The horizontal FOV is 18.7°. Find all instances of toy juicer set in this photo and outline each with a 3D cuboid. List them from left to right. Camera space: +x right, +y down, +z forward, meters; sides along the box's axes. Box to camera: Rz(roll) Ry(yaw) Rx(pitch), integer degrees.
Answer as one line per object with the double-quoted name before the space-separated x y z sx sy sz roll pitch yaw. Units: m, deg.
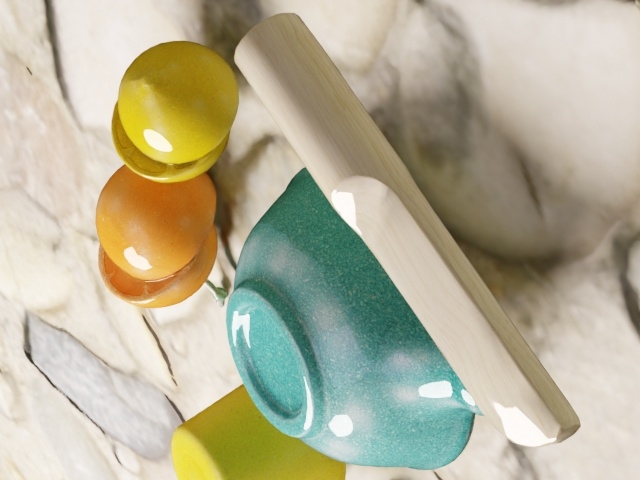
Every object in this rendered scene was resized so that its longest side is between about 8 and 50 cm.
"toy juicer set" 0.000 0.000 0.789 0.209 0.089 0.329 66 154 4
